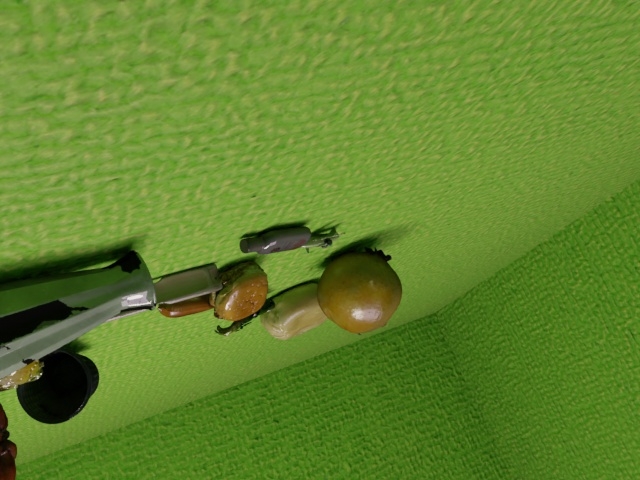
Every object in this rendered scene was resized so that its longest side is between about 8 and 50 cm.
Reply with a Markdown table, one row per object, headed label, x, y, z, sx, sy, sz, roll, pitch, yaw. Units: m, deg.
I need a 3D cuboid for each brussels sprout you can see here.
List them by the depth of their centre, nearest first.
| label | x | y | z | sx | sy | sz | roll | pitch | yaw |
| --- | --- | --- | --- | --- | --- | --- | --- | --- | --- |
| brussels sprout | -0.617 | 0.233 | 1.486 | 0.139 | 0.100 | 0.181 | -43 | 156 | 28 |

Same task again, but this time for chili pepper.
| label | x | y | z | sx | sy | sz | roll | pitch | yaw |
| --- | --- | --- | --- | --- | --- | --- | --- | --- | --- |
| chili pepper | -0.188 | 0.181 | 1.901 | 0.084 | 0.076 | 0.359 | 2 | -178 | 8 |

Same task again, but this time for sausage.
| label | x | y | z | sx | sy | sz | roll | pitch | yaw |
| --- | --- | --- | --- | --- | --- | --- | --- | --- | --- |
| sausage | -0.304 | 0.146 | 1.717 | 0.183 | 0.062 | 0.054 | -10 | 143 | -47 |

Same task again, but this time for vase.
| label | x | y | z | sx | sy | sz | roll | pitch | yaw |
| --- | --- | --- | --- | --- | --- | --- | --- | --- | --- |
| vase | -0.464 | 0.124 | 1.235 | 0.360 | 0.165 | 0.165 | -20 | 165 | -28 |

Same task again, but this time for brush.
| label | x | y | z | sx | sy | sz | roll | pitch | yaw |
| --- | --- | --- | --- | --- | --- | --- | --- | --- | --- |
| brush | -0.360 | 0.116 | 1.535 | 0.321 | 0.060 | 0.050 | -15 | 176 | -28 |

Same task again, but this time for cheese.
| label | x | y | z | sx | sy | sz | roll | pitch | yaw |
| --- | --- | --- | --- | --- | --- | --- | --- | --- | --- |
| cheese | -0.068 | 0.205 | 2.197 | 0.226 | 0.117 | 0.214 | -28 | 162 | -2 |

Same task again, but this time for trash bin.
| label | x | y | z | sx | sy | sz | roll | pitch | yaw |
| --- | --- | --- | --- | --- | --- | --- | --- | --- | --- |
| trash bin | -0.606 | 0.335 | 1.760 | 0.175 | 0.175 | 0.161 | -23 | 176 | 1 |

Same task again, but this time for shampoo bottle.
| label | x | y | z | sx | sy | sz | roll | pitch | yaw |
| --- | --- | --- | --- | --- | --- | --- | --- | --- | --- |
| shampoo bottle | -0.098 | 0.003 | 1.560 | 0.165 | 0.040 | 0.080 | -10 | 162 | -45 |

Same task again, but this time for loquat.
| label | x | y | z | sx | sy | sz | roll | pitch | yaw |
| --- | --- | --- | --- | --- | --- | --- | --- | --- | --- |
| loquat | 0.109 | 0.129 | 1.992 | 0.243 | 0.244 | 0.244 | -22 | 165 | -6 |

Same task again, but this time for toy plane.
| label | x | y | z | sx | sy | sz | roll | pitch | yaw |
| --- | --- | --- | --- | --- | --- | --- | --- | --- | --- |
| toy plane | 0.000 | 0.000 | 1.701 | 0.111 | 0.040 | 0.102 | -19 | 175 | -24 |

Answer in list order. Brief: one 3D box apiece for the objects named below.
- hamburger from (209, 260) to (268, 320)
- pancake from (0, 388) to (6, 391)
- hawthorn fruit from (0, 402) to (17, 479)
| label | x | y | z | sx | sy | sz | roll | pitch | yaw |
| --- | --- | --- | --- | --- | --- | --- | --- | --- | --- |
| hamburger | -0.187 | 0.120 | 1.701 | 0.138 | 0.083 | 0.147 | -22 | 144 | -27 |
| pancake | -0.767 | 0.354 | 1.840 | 0.115 | 0.011 | 0.115 | -22 | 165 | -6 |
| hawthorn fruit | -0.738 | 0.413 | 1.393 | 0.298 | 0.277 | 0.277 | -14 | 163 | -21 |
